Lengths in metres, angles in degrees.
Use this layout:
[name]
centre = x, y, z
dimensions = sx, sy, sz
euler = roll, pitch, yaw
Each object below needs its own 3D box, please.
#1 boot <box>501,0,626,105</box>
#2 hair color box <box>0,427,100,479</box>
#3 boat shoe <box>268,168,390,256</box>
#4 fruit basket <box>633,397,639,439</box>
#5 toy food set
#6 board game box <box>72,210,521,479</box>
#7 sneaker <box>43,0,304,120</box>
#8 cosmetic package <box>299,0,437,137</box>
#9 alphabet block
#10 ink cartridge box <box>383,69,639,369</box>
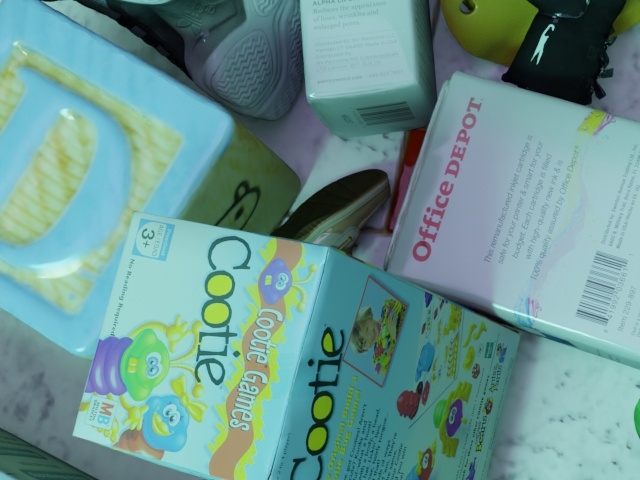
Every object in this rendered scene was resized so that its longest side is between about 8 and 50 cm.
[boot]
centre = 0.153, -0.151, 1.123
dimensions = 0.121, 0.045, 0.099
euler = 17, 116, -6
[hair color box]
centre = -0.257, 0.186, 1.123
dimensions = 0.374, 0.185, 0.113
euler = 24, 86, 15
[boat shoe]
centre = 0.000, 0.000, 1.169
dimensions = 0.135, 0.050, 0.045
euler = -38, 118, -13
[fruit basket]
centre = 0.388, 0.103, 0.993
dimensions = 0.392, 0.392, 0.283
euler = -23, 118, 8
[toy food set]
centre = 0.187, -0.212, 1.158
dimensions = 0.218, 0.071, 0.128
euler = -29, 109, 13
[board game box]
centre = -0.004, 0.089, 1.023
dimensions = 0.142, 0.275, 0.144
euler = 11, 82, 31
[sneaker]
centre = -0.121, -0.180, 1.138
dimensions = 0.153, 0.268, 0.101
euler = 17, 75, 35
[cosmetic package]
centre = 0.031, -0.202, 1.162
dimensions = 0.085, 0.117, 0.231
euler = -7, 78, 10
[alphabet block]
centre = -0.156, -0.030, 1.132
dimensions = 0.193, 0.197, 0.192
euler = 33, 89, 16
[ink cartridge box]
centre = 0.168, -0.010, 1.111
dimensions = 0.212, 0.093, 0.154
euler = 18, 84, 13
